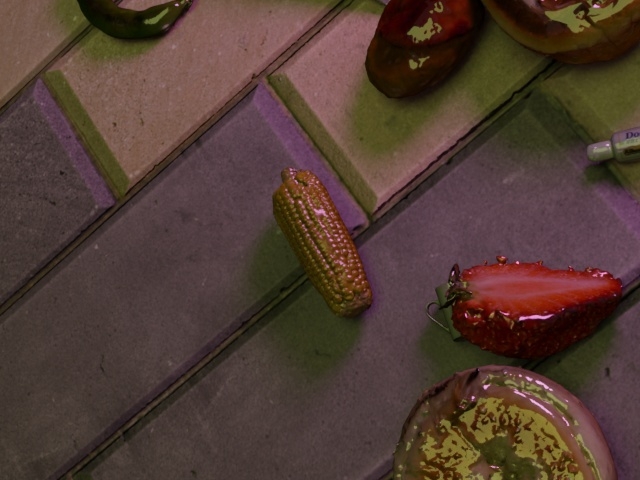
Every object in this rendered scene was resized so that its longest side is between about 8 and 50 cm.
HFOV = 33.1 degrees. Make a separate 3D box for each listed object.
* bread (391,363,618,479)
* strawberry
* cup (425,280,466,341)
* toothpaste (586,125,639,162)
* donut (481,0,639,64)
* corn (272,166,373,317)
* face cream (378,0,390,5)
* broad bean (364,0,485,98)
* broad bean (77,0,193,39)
[{"bbox_3d":[0.251,0.314,1.448,0.305,0.158,0.306,-4,80,24],"label":"bread"},{"bbox_3d":[0.291,0.108,1.509,0.236,0.175,0.107,12,123,20],"label":"strawberry"},{"bbox_3d":[0.195,0.104,1.575,0.074,0.054,0.083,-12,74,-8],"label":"cup"},{"bbox_3d":[0.503,-0.146,1.511,0.255,0.037,0.067,-12,79,19],"label":"toothpaste"},{"bbox_3d":[0.388,-0.402,1.566,0.330,0.160,0.330,-13,64,29],"label":"donut"},{"bbox_3d":[0.000,0.000,1.669,0.097,0.097,0.262,-31,71,14],"label":"corn"},{"bbox_3d":[0.015,-0.492,1.792,0.314,0.089,0.143,21,88,16],"label":"face cream"},{"bbox_3d":[0.157,-0.325,1.659,0.156,0.122,0.228,42,93,24],"label":"broad bean"},{"bbox_3d":[-0.358,-0.435,1.958,0.292,0.049,0.144,18,79,24],"label":"broad bean"}]
